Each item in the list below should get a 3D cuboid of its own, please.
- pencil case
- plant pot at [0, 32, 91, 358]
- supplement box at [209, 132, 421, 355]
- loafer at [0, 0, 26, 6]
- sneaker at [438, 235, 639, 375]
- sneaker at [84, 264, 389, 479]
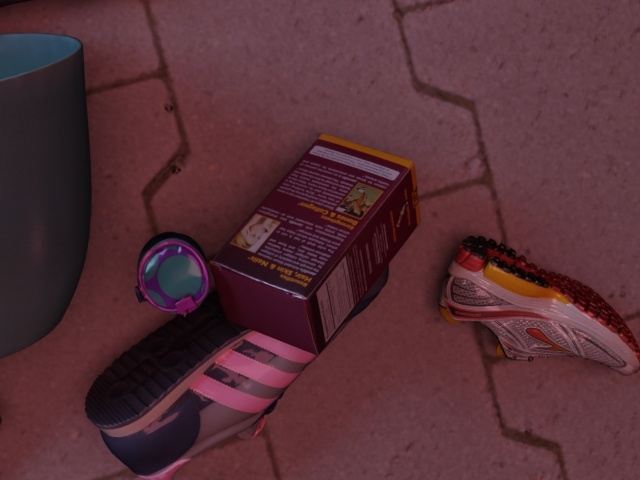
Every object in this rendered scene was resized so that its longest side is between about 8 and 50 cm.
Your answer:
[{"bbox_3d":[-0.134,0.029,1.096,0.064,0.151,0.070,-12,95,-5],"label":"pencil case"},{"bbox_3d":[-0.323,-0.029,1.006,0.293,0.293,0.235,-10,109,-8],"label":"plant pot"},{"bbox_3d":[0.000,0.000,1.091,0.104,0.081,0.188,20,52,28],"label":"supplement box"},{"bbox_3d":[-0.281,-0.261,1.086,0.302,0.095,0.109,-23,116,-10],"label":"loafer"},{"bbox_3d":[0.218,0.079,1.199,0.225,0.088,0.093,26,110,-10],"label":"sneaker"},{"bbox_3d":[-0.063,0.114,1.154,0.319,0.112,0.131,-31,126,-10],"label":"sneaker"}]
